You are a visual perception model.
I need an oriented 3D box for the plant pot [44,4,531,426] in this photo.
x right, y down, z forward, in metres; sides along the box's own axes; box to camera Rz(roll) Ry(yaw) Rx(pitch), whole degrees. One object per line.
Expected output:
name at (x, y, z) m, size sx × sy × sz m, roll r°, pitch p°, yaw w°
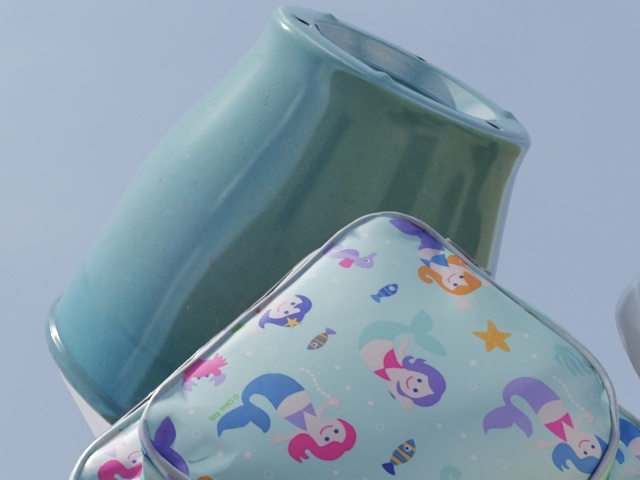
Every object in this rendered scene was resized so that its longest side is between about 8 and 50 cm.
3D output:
plant pot at (0.000, 0.000, 0.951) m, size 0.272 × 0.272 × 0.255 m, roll 14°, pitch -69°, yaw -44°

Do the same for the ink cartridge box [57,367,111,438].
ink cartridge box at (-0.035, 0.227, 1.081) m, size 0.072 × 0.303 × 0.307 m, roll -44°, pitch -47°, yaw 1°

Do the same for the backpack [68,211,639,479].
backpack at (0.041, 0.129, 0.669) m, size 0.225 × 0.253 × 0.191 m, roll -40°, pitch -20°, yaw -29°

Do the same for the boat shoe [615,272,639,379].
boat shoe at (0.306, 0.111, 0.860) m, size 0.109 × 0.302 × 0.094 m, roll -29°, pitch -24°, yaw -42°
